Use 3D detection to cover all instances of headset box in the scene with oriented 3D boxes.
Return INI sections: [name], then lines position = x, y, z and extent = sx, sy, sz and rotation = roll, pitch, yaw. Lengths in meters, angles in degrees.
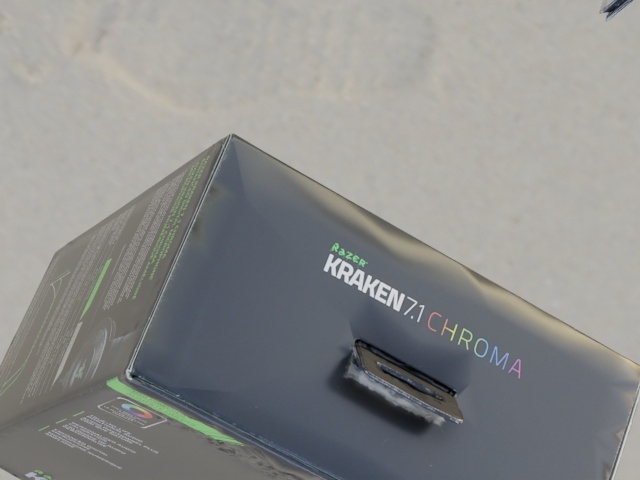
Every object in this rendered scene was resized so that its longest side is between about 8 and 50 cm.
[headset box]
position = -0.012, 0.085, 0.983
extent = 0.246, 0.283, 0.131
rotation = 30, 66, -18

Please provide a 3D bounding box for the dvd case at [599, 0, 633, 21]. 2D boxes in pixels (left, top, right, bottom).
[dvd case]
position = 0.390, -0.320, 2.072
extent = 0.221, 0.018, 0.164
rotation = -40, -176, 16
